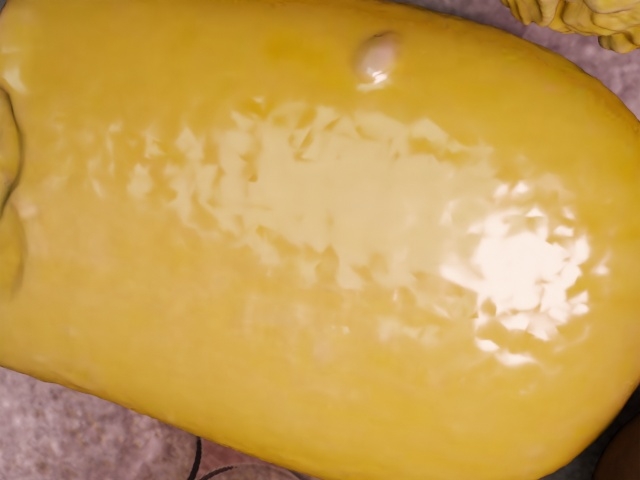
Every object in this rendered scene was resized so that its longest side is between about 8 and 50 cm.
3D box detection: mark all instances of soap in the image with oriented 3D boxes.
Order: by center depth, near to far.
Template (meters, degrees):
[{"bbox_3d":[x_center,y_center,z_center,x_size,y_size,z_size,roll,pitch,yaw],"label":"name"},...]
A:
[{"bbox_3d":[0.000,-0.001,0.571,0.427,0.115,0.306,16,99,5],"label":"soap"}]

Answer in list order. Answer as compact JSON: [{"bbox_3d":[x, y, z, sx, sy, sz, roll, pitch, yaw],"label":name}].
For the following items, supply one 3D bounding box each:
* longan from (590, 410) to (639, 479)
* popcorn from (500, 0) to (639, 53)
[{"bbox_3d":[0.262,0.183,0.532,0.212,0.198,0.198,17,103,17],"label":"longan"},{"bbox_3d":[0.173,-0.204,0.487,0.173,0.168,0.195,5,64,19],"label":"popcorn"}]
